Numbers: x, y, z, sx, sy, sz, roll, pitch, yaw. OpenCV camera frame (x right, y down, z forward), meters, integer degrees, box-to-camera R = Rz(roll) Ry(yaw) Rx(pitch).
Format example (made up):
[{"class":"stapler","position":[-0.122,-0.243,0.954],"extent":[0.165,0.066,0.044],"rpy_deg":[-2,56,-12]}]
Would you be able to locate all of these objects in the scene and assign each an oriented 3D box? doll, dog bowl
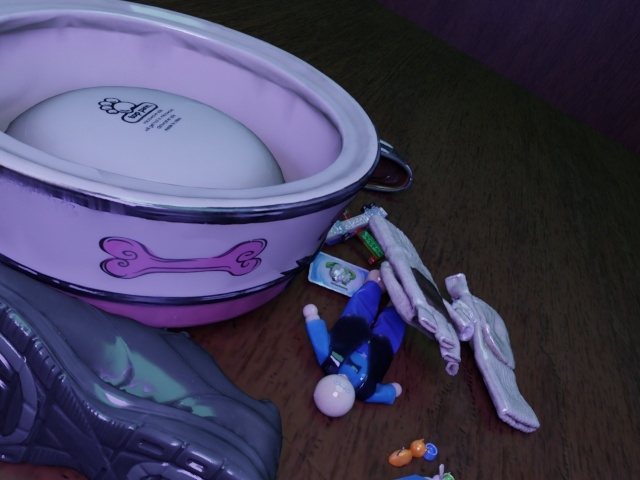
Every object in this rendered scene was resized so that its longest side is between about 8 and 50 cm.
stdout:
[{"class":"doll","position":[0.037,0.104,0.612],"extent":[0.129,0.046,0.189],"rpy_deg":[40,37,-3]},{"class":"dog bowl","position":[-0.158,-0.085,0.577],"extent":[0.407,0.151,0.408],"rpy_deg":[13,34,-9]}]

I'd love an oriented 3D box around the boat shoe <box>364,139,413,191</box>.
[{"class":"boat shoe","position":[0.040,-0.123,0.909],"extent":[0.233,0.084,0.079],"rpy_deg":[10,36,-35]}]

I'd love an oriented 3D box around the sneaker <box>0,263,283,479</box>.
[{"class":"sneaker","position":[-0.151,0.100,0.428],"extent":[0.286,0.109,0.130],"rpy_deg":[37,21,-3]}]

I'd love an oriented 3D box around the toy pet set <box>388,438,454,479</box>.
[{"class":"toy pet set","position":[0.096,0.208,0.493],"extent":[0.114,0.065,0.122],"rpy_deg":[4,39,-36]}]

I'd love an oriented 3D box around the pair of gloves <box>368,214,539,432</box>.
[{"class":"pair of gloves","position":[0.154,0.085,0.679],"extent":[0.240,0.042,0.204],"rpy_deg":[40,23,-28]}]

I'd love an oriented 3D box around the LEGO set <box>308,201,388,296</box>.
[{"class":"LEGO set","position":[0.000,0.000,0.757],"extent":[0.244,0.060,0.183],"rpy_deg":[21,44,-12]}]
